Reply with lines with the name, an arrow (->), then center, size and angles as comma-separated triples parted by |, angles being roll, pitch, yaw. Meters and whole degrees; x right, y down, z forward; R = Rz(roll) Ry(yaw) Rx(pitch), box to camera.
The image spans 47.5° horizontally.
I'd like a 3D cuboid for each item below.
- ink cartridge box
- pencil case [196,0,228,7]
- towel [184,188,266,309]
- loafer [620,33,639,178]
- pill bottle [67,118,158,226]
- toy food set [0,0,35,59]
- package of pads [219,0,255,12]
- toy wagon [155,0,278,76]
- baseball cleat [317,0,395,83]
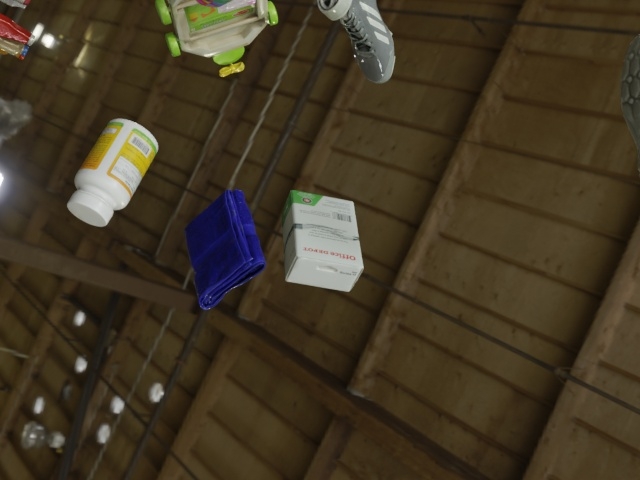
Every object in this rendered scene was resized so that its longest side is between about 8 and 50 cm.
ink cartridge box -> 0.000, 0.000, 1.581 | 0.208, 0.153, 0.086 | -95, -158, -45
pencil case -> -0.181, -0.502, 1.373 | 0.104, 0.105, 0.236 | -66, -155, -1
towel -> -0.278, 0.013, 2.004 | 0.228, 0.076, 0.308 | -36, -135, 15
loafer -> 0.601, -0.205, 1.257 | 0.112, 0.112, 0.319 | -12, -96, 63
pill bottle -> -0.503, -0.160, 1.749 | 0.136, 0.136, 0.245 | -6, -128, 43
toy food set -> -0.636, -0.472, 1.527 | 0.232, 0.105, 0.111 | -47, -143, 28
package of pads -> -0.179, -0.527, 1.570 | 0.083, 0.032, 0.050 | -10, -120, 21
toy wagon -> -0.234, -0.511, 1.699 | 0.267, 0.344, 0.068 | -20, -110, -9
baseball cleat -> 0.043, -0.302, 0.998 | 0.072, 0.205, 0.109 | 12, -141, 41
